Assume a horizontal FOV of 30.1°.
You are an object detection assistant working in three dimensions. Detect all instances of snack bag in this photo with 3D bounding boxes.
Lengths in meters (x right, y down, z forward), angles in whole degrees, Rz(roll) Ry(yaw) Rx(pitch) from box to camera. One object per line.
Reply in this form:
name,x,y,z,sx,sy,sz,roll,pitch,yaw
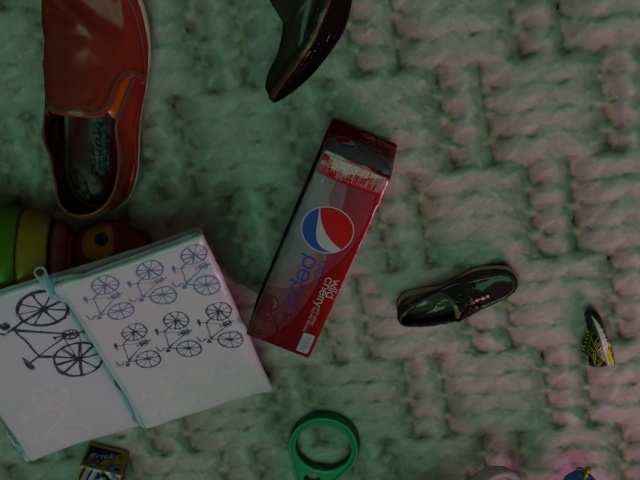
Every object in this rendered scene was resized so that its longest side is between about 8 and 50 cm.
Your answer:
snack bag,-0.255,0.137,1.408,0.343,0.037,0.323,-16,139,1

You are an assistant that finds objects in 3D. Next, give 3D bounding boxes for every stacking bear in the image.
stacking bear,-0.343,0.030,1.400,0.289,0.175,0.164,0,144,-4

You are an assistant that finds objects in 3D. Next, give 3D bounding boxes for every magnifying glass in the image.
magnifying glass,-0.013,0.323,1.584,0.092,0.026,0.231,17,119,-2

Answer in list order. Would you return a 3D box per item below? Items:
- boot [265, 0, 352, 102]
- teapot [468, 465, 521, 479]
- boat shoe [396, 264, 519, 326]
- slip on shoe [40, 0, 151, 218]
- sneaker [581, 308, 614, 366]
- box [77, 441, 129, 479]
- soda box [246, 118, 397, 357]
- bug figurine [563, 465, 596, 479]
boot,-0.024,-0.256,1.266,0.106,0.082,0.219,41,122,10
teapot,0.197,0.444,1.535,0.252,0.187,0.256,59,145,9
boat shoe,0.163,0.074,1.415,0.152,0.049,0.056,-20,113,16
slip on shoe,-0.254,-0.172,1.309,0.123,0.101,0.331,7,117,5
sneaker,0.328,0.121,1.430,0.035,0.031,0.083,-18,114,16
box,-0.304,0.360,1.622,0.059,0.054,0.169,14,118,-1
soda box,0.000,0.000,1.372,0.083,0.092,0.263,22,119,-4
bug figurine,0.400,0.385,1.538,0.279,0.072,0.216,14,125,-5
